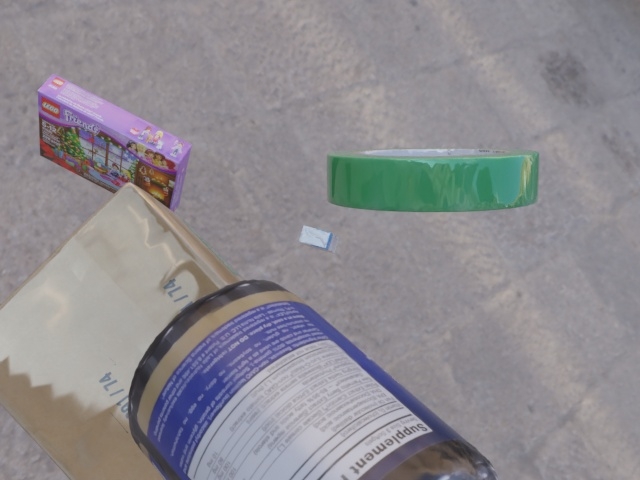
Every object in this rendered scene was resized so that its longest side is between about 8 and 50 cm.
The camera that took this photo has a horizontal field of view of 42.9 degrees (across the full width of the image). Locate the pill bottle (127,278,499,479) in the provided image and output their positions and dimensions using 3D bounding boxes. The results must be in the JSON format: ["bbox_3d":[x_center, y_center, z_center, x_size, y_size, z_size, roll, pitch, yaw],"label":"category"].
[{"bbox_3d":[0.009,0.124,0.402,0.122,0.123,0.219,-12,39,-42],"label":"pill bottle"}]

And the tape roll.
[{"bbox_3d":[0.169,-0.099,1.245,0.321,0.321,0.077,-8,101,-41],"label":"tape roll"}]

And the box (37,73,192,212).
[{"bbox_3d":[-0.400,-0.173,1.567,0.293,0.201,0.057,27,54,0],"label":"box"}]

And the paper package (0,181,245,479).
[{"bbox_3d":[-0.215,0.148,1.022,0.325,0.168,0.309,44,84,6],"label":"paper package"}]

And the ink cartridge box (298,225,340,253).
[{"bbox_3d":[0.000,0.000,1.322,0.048,0.083,0.028,16,87,15],"label":"ink cartridge box"}]
